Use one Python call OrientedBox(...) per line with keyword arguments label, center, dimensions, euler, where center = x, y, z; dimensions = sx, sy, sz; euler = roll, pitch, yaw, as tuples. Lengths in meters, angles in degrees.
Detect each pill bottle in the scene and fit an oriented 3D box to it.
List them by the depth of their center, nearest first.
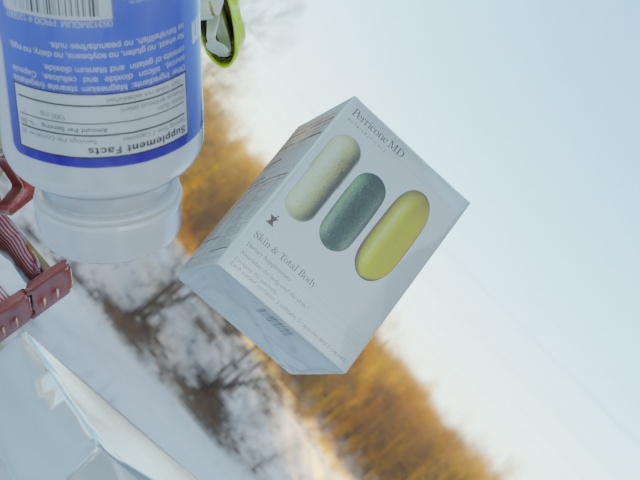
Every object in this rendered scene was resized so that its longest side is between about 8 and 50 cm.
OrientedBox(label="pill bottle", center=(-0.161, -0.125, 0.887), dimensions=(0.152, 0.152, 0.272), euler=(45, -37, 46))

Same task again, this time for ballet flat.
OrientedBox(label="ballet flat", center=(-0.146, -0.313, 1.640), dimensions=(0.077, 0.077, 0.231), euler=(3, -27, 11))

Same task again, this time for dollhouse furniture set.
OrientedBox(label="dollhouse furniture set", center=(-0.474, -0.027, 1.705), dimensions=(0.201, 0.152, 0.374), euler=(47, -23, 14))

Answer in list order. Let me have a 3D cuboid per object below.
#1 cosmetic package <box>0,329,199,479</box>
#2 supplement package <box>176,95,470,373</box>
OrientedBox(label="cosmetic package", center=(-0.175, 0.284, 1.258), dimensions=(0.377, 0.097, 0.284), euler=(48, -10, -31))
OrientedBox(label="supplement package", center=(0.000, 0.000, 1.483), dimensions=(0.199, 0.262, 0.198), euler=(42, -18, -12))
